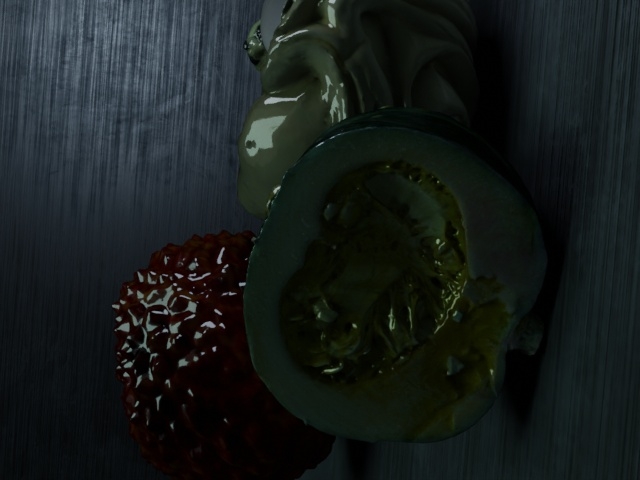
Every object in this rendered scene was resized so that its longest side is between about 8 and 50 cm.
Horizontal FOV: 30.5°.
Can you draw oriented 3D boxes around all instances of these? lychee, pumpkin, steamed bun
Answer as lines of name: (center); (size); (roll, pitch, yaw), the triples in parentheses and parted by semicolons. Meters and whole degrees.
lychee: (-0.130, 0.209, 1.896); (0.424, 0.424, 0.500); (-93, -17, -44)
pumpkin: (0.069, 0.017, 1.077); (0.197, 0.263, 0.293); (-79, 11, -67)
steamed bun: (0.071, -0.146, 1.271); (0.324, 0.219, 0.310); (-37, -30, -54)

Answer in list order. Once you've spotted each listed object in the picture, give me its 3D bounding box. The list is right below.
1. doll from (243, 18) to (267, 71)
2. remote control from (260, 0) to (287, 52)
doll: (-0.009, -0.310, 1.925); (0.143, 0.234, 0.135); (92, 173, -66)
remote control: (0.026, -0.379, 1.738); (0.332, 0.103, 0.221); (-16, 54, 45)
